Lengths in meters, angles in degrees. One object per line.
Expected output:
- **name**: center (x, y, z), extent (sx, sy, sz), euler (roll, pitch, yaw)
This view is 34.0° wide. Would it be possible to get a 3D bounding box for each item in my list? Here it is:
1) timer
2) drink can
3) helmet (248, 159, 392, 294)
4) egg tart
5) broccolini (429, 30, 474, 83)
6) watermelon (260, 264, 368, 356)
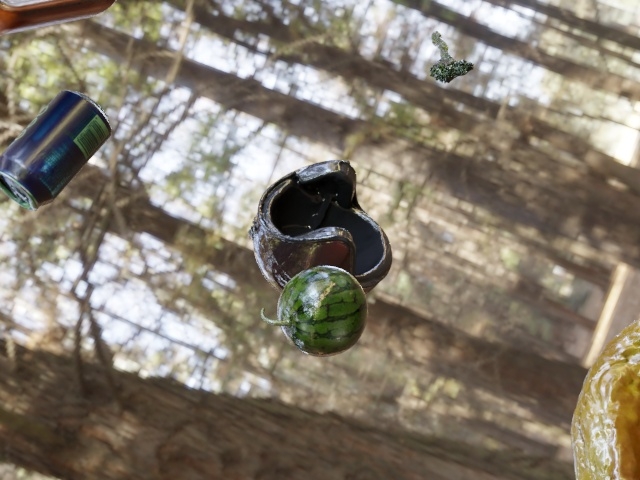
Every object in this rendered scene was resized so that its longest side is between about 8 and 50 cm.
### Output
- **timer**: center (-0.494, -0.418, 1.691), extent (0.257, 0.250, 0.161), euler (-30, -39, -52)
- **drink can**: center (-0.455, -0.154, 1.778), extent (0.205, 0.118, 0.118), euler (-53, -18, -25)
- **helmet**: center (0.000, 0.000, 1.534), extent (0.193, 0.216, 0.189), euler (-53, 23, 38)
- **egg tart**: center (0.448, 0.229, 1.132), extent (0.352, 0.352, 0.150), euler (-63, -24, -20)
- **broccolini**: center (0.237, -0.346, 1.993), extent (0.254, 0.071, 0.057), euler (-91, 22, -68)
- **watermelon**: center (0.000, 0.077, 1.118), extent (0.109, 0.109, 0.109), euler (-60, -15, -29)
